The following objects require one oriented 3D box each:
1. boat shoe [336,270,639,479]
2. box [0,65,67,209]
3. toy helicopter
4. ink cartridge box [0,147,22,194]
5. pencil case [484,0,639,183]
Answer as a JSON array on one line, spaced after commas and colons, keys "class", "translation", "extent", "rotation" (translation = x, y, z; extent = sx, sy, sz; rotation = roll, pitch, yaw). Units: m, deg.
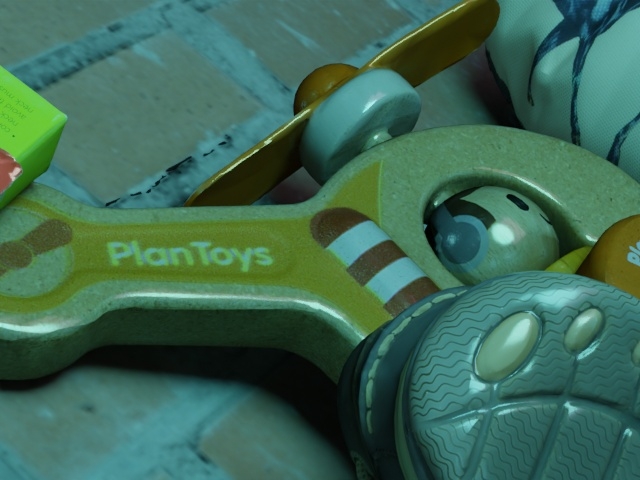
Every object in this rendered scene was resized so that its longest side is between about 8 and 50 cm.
[{"class": "boat shoe", "translation": [0.139, 0.144, 0.700], "extent": [0.132, 0.130, 0.355], "rotation": [-44, 109, -17]}, {"class": "box", "translation": [-0.188, -0.018, 0.674], "extent": [0.109, 0.042, 0.178], "rotation": [37, 50, 5]}, {"class": "toy helicopter", "translation": [0.000, 0.000, 0.794], "extent": [0.355, 0.140, 0.235], "rotation": [1, 52, -24]}, {"class": "ink cartridge box", "translation": [-0.234, -0.017, 0.593], "extent": [0.189, 0.066, 0.232], "rotation": [38, 61, 4]}, {"class": "pencil case", "translation": [0.221, -0.023, 0.931], "extent": [0.159, 0.184, 0.410], "rotation": [-5, 42, -19]}]
